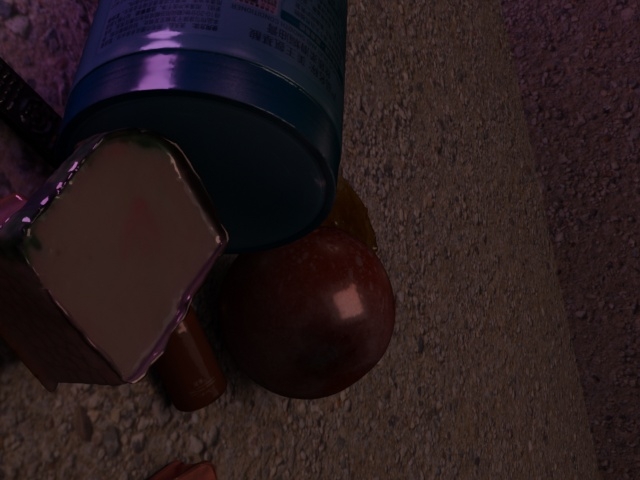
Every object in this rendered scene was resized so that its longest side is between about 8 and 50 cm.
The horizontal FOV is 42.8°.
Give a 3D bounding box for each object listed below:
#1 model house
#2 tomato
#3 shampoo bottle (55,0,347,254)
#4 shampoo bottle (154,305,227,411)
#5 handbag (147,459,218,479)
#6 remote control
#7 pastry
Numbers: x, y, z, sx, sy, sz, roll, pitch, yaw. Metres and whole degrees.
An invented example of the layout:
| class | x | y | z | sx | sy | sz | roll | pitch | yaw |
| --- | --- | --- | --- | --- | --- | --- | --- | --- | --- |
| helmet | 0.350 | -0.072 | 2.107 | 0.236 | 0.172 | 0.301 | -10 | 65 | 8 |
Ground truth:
| class | x | y | z | sx | sy | sz | roll | pitch | yaw |
| --- | --- | --- | --- | --- | --- | --- | --- | --- | --- |
| model house | -0.269 | 0.010 | 0.868 | 0.202 | 0.237 | 0.237 | 56 | 43 | -31 |
| tomato | -0.019 | 0.111 | 1.217 | 0.270 | 0.270 | 0.227 | 62 | 5 | -28 |
| shampoo bottle | -0.132 | -0.211 | 1.040 | 0.331 | 0.331 | 0.343 | 42 | 43 | -46 |
| shampoo bottle | -0.206 | 0.111 | 1.101 | 0.085 | 0.085 | 0.244 | -44 | 117 | -53 |
| handbag | -0.184 | 0.414 | 1.078 | 0.157 | 0.059 | 0.213 | -23 | 103 | -58 |
| remote control | -0.363 | -0.165 | 0.968 | 0.245 | 0.025 | 0.063 | 51 | 41 | -38 |
| pastry | -0.002 | 0.005 | 1.424 | 0.235 | 0.120 | 0.257 | 13 | 74 | -53 |
